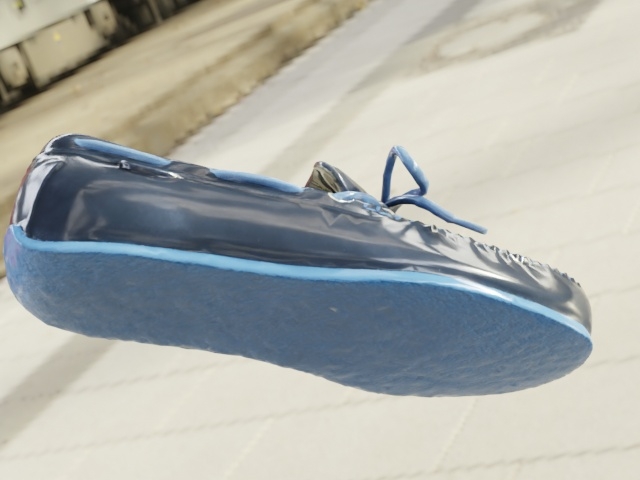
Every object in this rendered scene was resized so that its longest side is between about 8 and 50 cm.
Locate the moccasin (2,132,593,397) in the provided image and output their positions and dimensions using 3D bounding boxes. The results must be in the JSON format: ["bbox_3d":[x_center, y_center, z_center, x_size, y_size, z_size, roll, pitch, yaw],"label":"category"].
[{"bbox_3d":[0.000,0.000,0.793,0.138,0.342,0.117,126,152,-46],"label":"moccasin"}]
